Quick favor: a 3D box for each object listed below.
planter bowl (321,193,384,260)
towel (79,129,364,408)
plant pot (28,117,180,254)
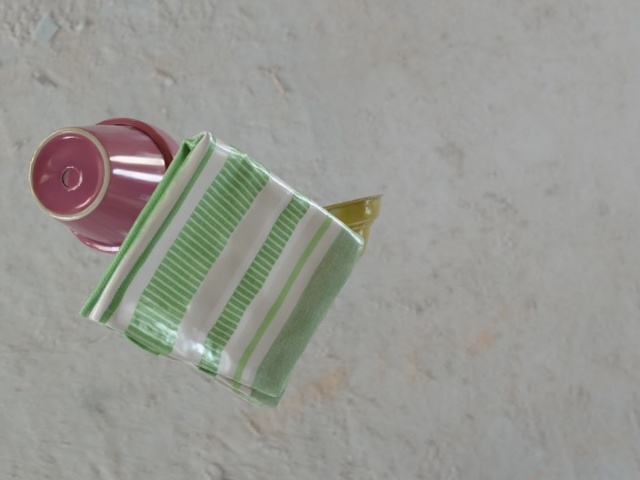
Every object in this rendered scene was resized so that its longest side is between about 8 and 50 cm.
[{"bbox_3d":[0.000,0.000,1.569,0.217,0.217,0.090,-15,90,-29],"label":"planter bowl"},{"bbox_3d":[-0.094,0.042,1.210,0.325,0.038,0.248,35,83,-47],"label":"towel"},{"bbox_3d":[-0.310,-0.084,1.515,0.180,0.201,0.201,14,70,-71],"label":"plant pot"}]
